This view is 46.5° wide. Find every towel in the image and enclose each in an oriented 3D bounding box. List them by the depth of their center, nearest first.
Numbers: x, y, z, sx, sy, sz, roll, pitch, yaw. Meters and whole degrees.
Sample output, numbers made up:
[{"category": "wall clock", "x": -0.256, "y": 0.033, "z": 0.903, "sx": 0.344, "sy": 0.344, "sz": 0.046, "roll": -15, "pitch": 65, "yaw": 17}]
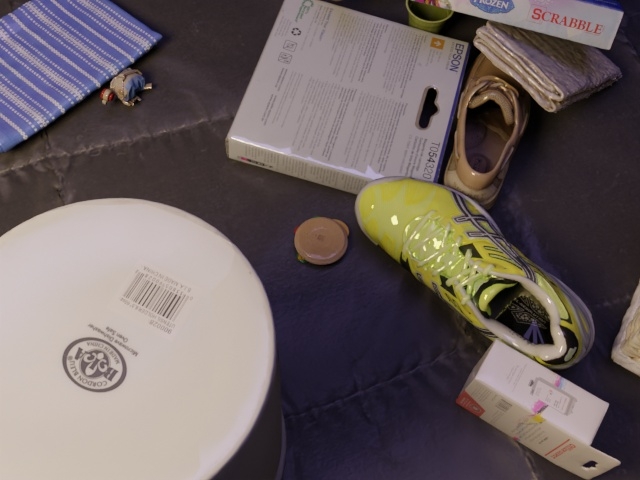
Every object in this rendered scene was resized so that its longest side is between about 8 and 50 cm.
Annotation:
[{"category": "towel", "x": 0.376, "y": -0.301, "z": 1.226, "sx": 0.187, "sy": 0.049, "sz": 0.282, "roll": 48, "pitch": 42, "yaw": 16}, {"category": "towel", "x": -0.465, "y": -0.305, "z": 1.228, "sx": 0.243, "sy": 0.040, "sz": 0.336, "roll": 37, "pitch": 66, "yaw": 20}]

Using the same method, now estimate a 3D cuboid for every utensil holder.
[{"category": "utensil holder", "x": -0.199, "y": 0.181, "z": 0.804, "sx": 0.327, "sy": 0.385, "sz": 0.327, "roll": 1, "pitch": 63, "yaw": -2}]

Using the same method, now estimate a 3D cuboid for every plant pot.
[{"category": "plant pot", "x": 0.184, "y": -0.382, "z": 1.295, "sx": 0.083, "sy": 0.079, "sz": 0.083, "roll": 1, "pitch": 63, "yaw": -2}]

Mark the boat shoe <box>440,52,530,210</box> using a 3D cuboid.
[{"category": "boat shoe", "x": 0.279, "y": -0.202, "z": 1.186, "sx": 0.122, "sy": 0.110, "sz": 0.341, "roll": 15, "pitch": 60, "yaw": 4}]

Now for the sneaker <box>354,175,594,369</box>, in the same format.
[{"category": "sneaker", "x": 0.208, "y": 0.029, "z": 1.020, "sx": 0.385, "sy": 0.147, "sz": 0.145, "roll": 35, "pitch": 99, "yaw": 16}]

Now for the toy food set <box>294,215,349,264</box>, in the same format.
[{"category": "toy food set", "x": 0.000, "y": 0.000, "z": 1.116, "sx": 0.082, "sy": 0.020, "sz": 0.083, "roll": 8, "pitch": 62, "yaw": 1}]

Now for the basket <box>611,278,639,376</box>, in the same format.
[{"category": "basket", "x": 0.632, "y": 0.076, "z": 0.979, "sx": 0.331, "sy": 0.266, "sz": 0.328, "roll": 32, "pitch": 64, "yaw": 11}]

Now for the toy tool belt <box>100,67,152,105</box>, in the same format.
[{"category": "toy tool belt", "x": -0.312, "y": -0.243, "z": 1.206, "sx": 0.051, "sy": 0.052, "sz": 0.083, "roll": 26, "pitch": 44, "yaw": 3}]

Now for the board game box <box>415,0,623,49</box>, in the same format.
[{"category": "board game box", "x": 0.324, "y": -0.429, "z": 1.252, "sx": 0.319, "sy": 0.066, "sz": 0.318, "roll": 16, "pitch": 31, "yaw": 4}]

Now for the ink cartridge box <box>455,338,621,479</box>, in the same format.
[{"category": "ink cartridge box", "x": 0.287, "y": 0.221, "z": 0.963, "sx": 0.198, "sy": 0.115, "sz": 0.067, "roll": 31, "pitch": 64, "yaw": 11}]

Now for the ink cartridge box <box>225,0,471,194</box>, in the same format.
[{"category": "ink cartridge box", "x": 0.053, "y": -0.232, "z": 1.216, "sx": 0.330, "sy": 0.071, "sz": 0.324, "roll": 18, "pitch": 63, "yaw": 2}]
